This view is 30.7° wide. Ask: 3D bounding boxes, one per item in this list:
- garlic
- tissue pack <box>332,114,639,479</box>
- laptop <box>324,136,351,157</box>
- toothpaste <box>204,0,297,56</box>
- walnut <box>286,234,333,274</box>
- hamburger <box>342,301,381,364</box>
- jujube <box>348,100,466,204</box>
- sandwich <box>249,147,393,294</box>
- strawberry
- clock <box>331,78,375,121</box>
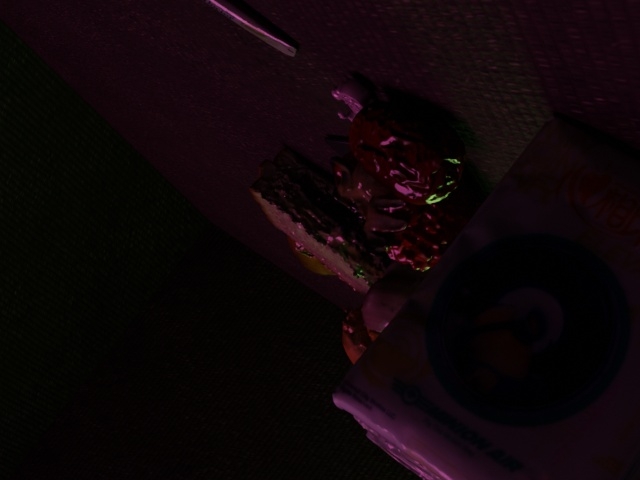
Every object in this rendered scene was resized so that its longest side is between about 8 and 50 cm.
[{"bbox_3d":[0.201,0.132,2.161,0.292,0.210,0.237,5,143,44],"label":"garlic"},{"bbox_3d":[0.244,0.104,1.176,0.287,0.388,0.162,34,170,28],"label":"tissue pack"},{"bbox_3d":[0.090,-0.114,1.970,0.180,0.016,0.129,40,172,-22],"label":"laptop"},{"bbox_3d":[-0.116,-0.322,1.648,0.197,0.029,0.048,35,173,-3],"label":"toothpaste"},{"bbox_3d":[0.000,0.000,2.647,0.137,0.137,0.245,32,167,37],"label":"walnut"},{"bbox_3d":[0.199,0.211,2.409,0.314,0.170,0.290,32,-147,15],"label":"hamburger"},{"bbox_3d":[0.108,-0.120,1.513,0.176,0.112,0.109,37,173,41],"label":"jujube"},{"bbox_3d":[0.028,-0.026,2.346,0.325,0.131,0.262,37,171,21],"label":"sandwich"},{"bbox_3d":[0.168,-0.055,1.678,0.306,0.138,0.233,11,-149,-41],"label":"strawberry"},{"bbox_3d":[0.058,-0.184,1.617,0.087,0.041,0.129,28,172,37],"label":"clock"}]
